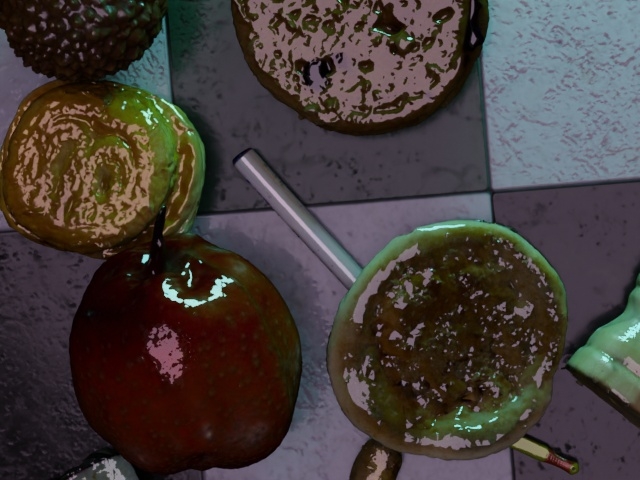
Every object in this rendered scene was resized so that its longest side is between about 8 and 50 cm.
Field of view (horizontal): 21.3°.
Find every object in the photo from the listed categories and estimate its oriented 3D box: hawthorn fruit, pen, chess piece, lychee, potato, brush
[{"bbox_3d":[-0.142,0.097,1.805,0.254,0.254,0.300,5,120,7],"label":"hawthorn fruit"},{"bbox_3d":[0.000,0.000,1.914,0.033,0.033,0.269,-43,87,7],"label":"pen"},{"bbox_3d":[0.398,0.058,1.833,0.137,0.137,0.301,35,85,5],"label":"chess piece"},{"bbox_3d":[-0.259,-0.273,1.865,0.200,0.238,0.200,-8,130,-10],"label":"lychee"},{"bbox_3d":[0.061,0.258,1.910,0.051,0.040,0.083,26,94,18],"label":"potato"},{"bbox_3d":[0.250,0.238,1.894,0.083,0.021,0.019,24,93,12],"label":"brush"}]

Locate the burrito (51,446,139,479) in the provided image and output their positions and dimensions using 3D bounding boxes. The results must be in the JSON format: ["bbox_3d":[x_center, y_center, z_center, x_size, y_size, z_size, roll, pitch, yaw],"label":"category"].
[{"bbox_3d":[-0.224,0.353,1.929,0.144,0.089,0.229,-30,87,21],"label":"burrito"}]

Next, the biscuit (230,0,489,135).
[{"bbox_3d":[0.043,-0.257,1.877,0.296,0.075,0.296,1,94,10],"label":"biscuit"}]

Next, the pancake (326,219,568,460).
[{"bbox_3d":[0.141,0.110,1.873,0.282,0.049,0.282,0,95,-6],"label":"pancake"}]

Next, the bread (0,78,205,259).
[{"bbox_3d":[-0.247,-0.080,1.899,0.236,0.120,0.198,13,91,6],"label":"bread"}]
